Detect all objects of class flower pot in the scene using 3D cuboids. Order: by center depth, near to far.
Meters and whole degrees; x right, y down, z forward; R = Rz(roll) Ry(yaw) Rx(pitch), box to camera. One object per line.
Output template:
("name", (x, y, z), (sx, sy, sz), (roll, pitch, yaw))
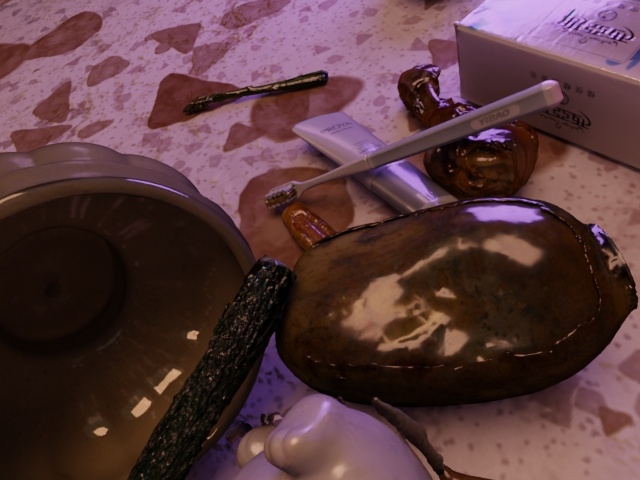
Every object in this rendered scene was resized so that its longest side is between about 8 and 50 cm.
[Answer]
("flower pot", (-0.225, 0.059, 0.466), (0.307, 0.307, 0.244), (-45, 38, -17))

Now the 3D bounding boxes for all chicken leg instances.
("chicken leg", (0.154, -0.131, 0.615), (0.107, 0.087, 0.251), (-16, 44, -6))

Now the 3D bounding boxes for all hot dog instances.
("hot dog", (0.000, 0.000, 0.594), (0.044, 0.028, 0.137), (-42, 54, -6))

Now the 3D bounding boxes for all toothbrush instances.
("toothbrush", (0.073, -0.091, 0.556), (0.342, 0.025, 0.030), (-17, 17, 32))

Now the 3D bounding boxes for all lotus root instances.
("lotus root", (0.101, 0.057, 0.438), (0.274, 0.152, 0.160), (-13, 54, 19))

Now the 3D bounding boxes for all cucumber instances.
("cucumber", (-0.093, 0.127, 0.406), (0.044, 0.043, 0.257), (31, 87, -4))

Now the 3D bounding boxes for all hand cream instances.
("hand cream", (0.062, -0.089, 0.625), (0.079, 0.048, 0.255), (-21, 47, -27))

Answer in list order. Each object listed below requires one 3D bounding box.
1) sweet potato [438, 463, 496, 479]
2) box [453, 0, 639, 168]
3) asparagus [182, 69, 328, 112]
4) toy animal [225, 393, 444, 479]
("sweet potato", (0.191, 0.244, 0.325), (0.067, 0.059, 0.281), (-29, 51, -22))
("box", (0.324, -0.215, 0.594), (0.203, 0.116, 0.274), (-43, 53, -15))
("asparagus", (-0.102, -0.224, 0.800), (0.232, 0.023, 0.022), (-9, 7, 10))
("toy animal", (-0.046, 0.248, 0.299), (0.182, 0.247, 0.310), (-4, 36, 36))
